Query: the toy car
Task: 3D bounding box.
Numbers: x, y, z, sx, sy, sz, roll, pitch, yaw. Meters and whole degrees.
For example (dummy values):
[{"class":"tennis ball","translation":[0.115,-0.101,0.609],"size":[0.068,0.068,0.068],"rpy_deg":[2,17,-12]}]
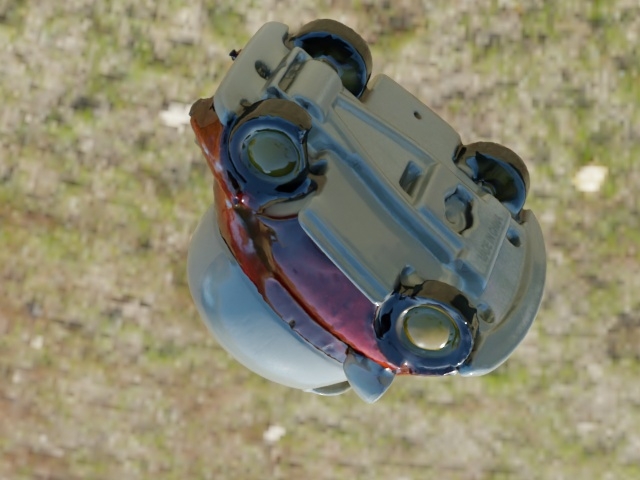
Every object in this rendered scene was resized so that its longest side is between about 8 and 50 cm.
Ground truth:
[{"class":"toy car","translation":[0.000,0.000,0.618],"size":[0.139,0.112,0.112],"rpy_deg":[42,127,-11]}]
